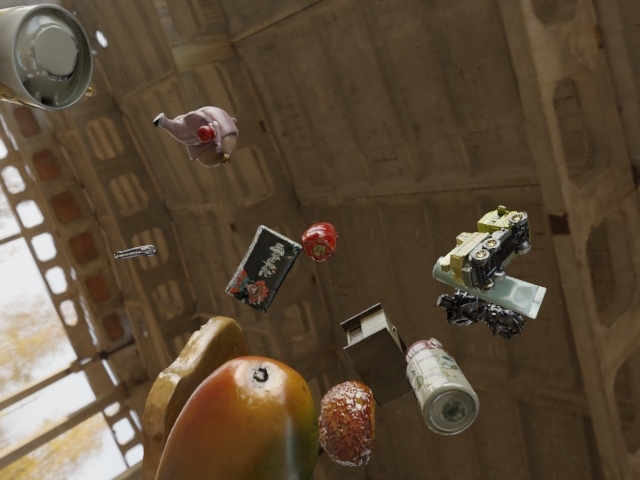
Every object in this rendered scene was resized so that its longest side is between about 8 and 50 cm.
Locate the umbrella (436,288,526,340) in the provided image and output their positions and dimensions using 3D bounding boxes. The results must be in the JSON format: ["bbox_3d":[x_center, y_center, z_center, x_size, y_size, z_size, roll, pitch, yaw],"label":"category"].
[{"bbox_3d":[0.489,0.218,1.809,0.110,0.272,0.122,-128,-124,-83],"label":"umbrella"}]

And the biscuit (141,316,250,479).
[{"bbox_3d":[-0.221,0.344,1.094,0.062,0.365,0.385,8,-65,15],"label":"biscuit"}]

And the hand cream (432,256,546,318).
[{"bbox_3d":[0.479,0.125,1.707,0.320,0.109,0.067,19,-32,24],"label":"hand cream"}]

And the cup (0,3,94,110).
[{"bbox_3d":[-0.561,-0.336,1.129,0.226,0.241,0.185,10,-102,21],"label":"cup"}]

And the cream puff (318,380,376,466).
[{"bbox_3d":[0.071,0.503,1.615,0.240,0.164,0.240,173,-90,-86],"label":"cream puff"}]

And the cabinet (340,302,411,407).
[{"bbox_3d":[0.176,0.326,1.711,0.215,0.148,0.175,57,8,-13],"label":"cabinet"}]

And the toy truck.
[{"bbox_3d":[0.454,0.021,1.626,0.157,0.272,0.124,19,-42,45],"label":"toy truck"}]

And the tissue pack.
[{"bbox_3d":[-0.126,0.062,1.299,0.103,0.170,0.090,28,-1,-10],"label":"tissue pack"}]

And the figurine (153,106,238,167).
[{"bbox_3d":[-0.320,-0.276,1.594,0.287,0.176,0.186,-12,78,-82],"label":"figurine"}]

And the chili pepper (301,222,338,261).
[{"bbox_3d":[0.000,0.000,1.179,0.073,0.123,0.070,27,-79,-3],"label":"chili pepper"}]

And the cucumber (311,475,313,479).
[{"bbox_3d":[-0.039,0.469,1.126,0.078,0.211,0.062,-37,-66,22],"label":"cucumber"}]

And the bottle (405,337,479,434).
[{"bbox_3d":[0.250,0.301,1.279,0.253,0.120,0.120,-105,-179,-72],"label":"bottle"}]

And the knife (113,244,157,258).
[{"bbox_3d":[-0.522,0.036,1.663,0.018,0.121,0.031,130,-55,-63],"label":"knife"}]

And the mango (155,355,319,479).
[{"bbox_3d":[-0.095,0.244,0.596,0.146,0.129,0.289,26,-77,-12],"label":"mango"}]
